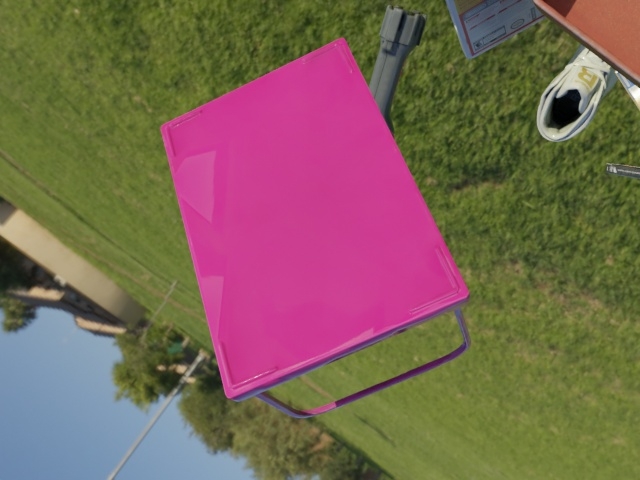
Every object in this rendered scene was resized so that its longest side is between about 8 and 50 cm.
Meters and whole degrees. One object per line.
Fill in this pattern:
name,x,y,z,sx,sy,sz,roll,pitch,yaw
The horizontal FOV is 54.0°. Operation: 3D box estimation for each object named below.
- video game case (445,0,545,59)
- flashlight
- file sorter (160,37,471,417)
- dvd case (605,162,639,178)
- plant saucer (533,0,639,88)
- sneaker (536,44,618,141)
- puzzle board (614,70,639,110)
video game case,0.266,-0.383,0.867,0.285,0.204,0.025,37,-151,-61
flashlight,0.134,-0.304,1.253,0.103,0.304,0.103,6,-153,-21
file sorter,0.000,0.000,0.619,0.182,0.202,0.291,56,-168,-60
dvd case,0.362,-0.062,0.630,0.087,0.013,0.119,3,-169,-17
plant saucer,0.329,-0.223,0.538,0.259,0.259,0.047,34,171,-6
sneaker,0.437,-0.279,0.961,0.108,0.169,0.293,31,136,10
puzzle board,0.493,-0.216,0.886,0.011,0.096,0.128,12,-129,-56
